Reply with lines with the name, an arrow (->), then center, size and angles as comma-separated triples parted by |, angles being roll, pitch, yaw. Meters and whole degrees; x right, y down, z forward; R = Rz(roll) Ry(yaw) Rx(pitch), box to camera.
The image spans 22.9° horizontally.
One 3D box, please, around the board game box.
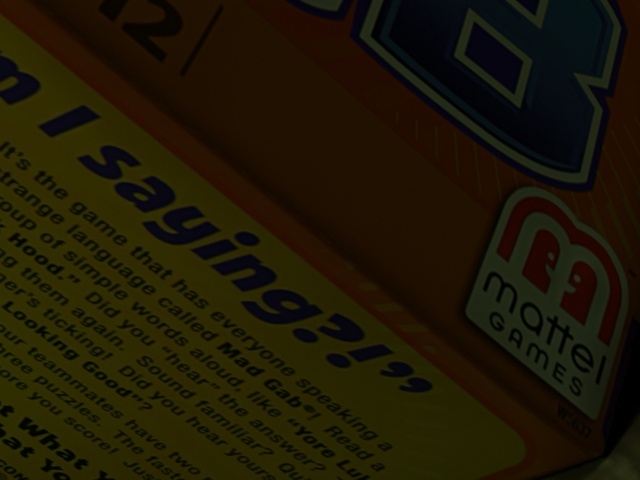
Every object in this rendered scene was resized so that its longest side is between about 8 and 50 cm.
board game box -> -0.096, -0.109, 0.616 | 0.356, 0.356, 0.356 | -30, 27, 47
